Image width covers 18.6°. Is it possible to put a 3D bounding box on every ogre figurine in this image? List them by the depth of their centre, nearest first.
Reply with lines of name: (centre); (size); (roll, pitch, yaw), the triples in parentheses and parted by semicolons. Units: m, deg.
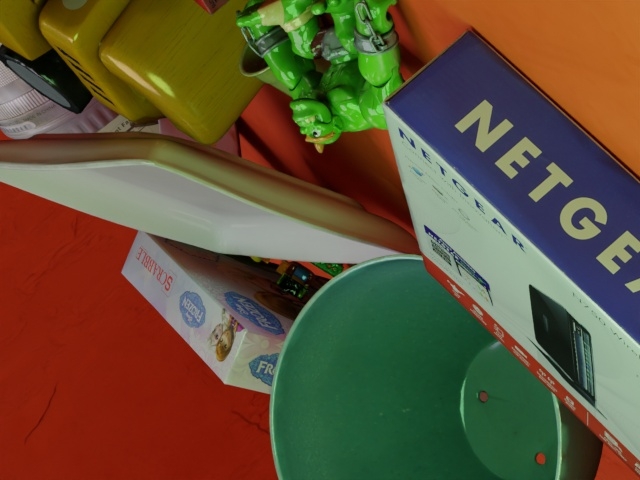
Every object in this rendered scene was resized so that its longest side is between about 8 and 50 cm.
ogre figurine: (0.013, -0.135, 1.465); (0.197, 0.097, 0.118); (-10, 112, 43)

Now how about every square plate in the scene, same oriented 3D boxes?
square plate: (-0.121, -0.043, 1.868); (0.347, 0.049, 0.344); (19, 169, -38)

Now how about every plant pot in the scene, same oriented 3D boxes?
plant pot: (-0.009, -0.145, 1.599); (0.079, 0.083, 0.083); (39, 176, -26)
plant pot: (0.130, 0.154, 1.677); (0.290, 0.290, 0.195); (44, -154, 28)

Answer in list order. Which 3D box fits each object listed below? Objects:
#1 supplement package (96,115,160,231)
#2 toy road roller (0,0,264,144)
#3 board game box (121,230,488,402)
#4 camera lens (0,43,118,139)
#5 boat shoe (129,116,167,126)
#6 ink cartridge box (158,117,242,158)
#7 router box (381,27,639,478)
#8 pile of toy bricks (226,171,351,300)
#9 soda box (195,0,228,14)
supplement package: (-0.252, -0.125, 2.640); (0.244, 0.134, 0.139); (50, 171, -9)
toy road roller: (-0.163, -0.220, 1.641); (0.241, 0.202, 0.329); (31, 169, 26)
board game box: (-0.022, 0.101, 2.177); (0.318, 0.066, 0.319); (16, -168, -31)
camera lens: (-0.333, -0.260, 2.174); (0.274, 0.219, 0.219); (53, 170, -27)
boat shoe: (-0.217, -0.186, 2.486); (0.178, 0.064, 0.060); (111, 148, -79)
ink cartridge box: (-0.135, -0.083, 2.258); (0.092, 0.090, 0.143); (85, 178, -73)
router box: (0.197, 0.047, 1.359); (0.335, 0.082, 0.301); (45, 171, 23)
pile of toy bricks: (0.000, 0.000, 2.135); (0.212, 0.118, 0.105); (34, -158, -7)
soda box: (-0.123, -0.294, 1.455); (0.092, 0.083, 0.263); (42, 170, 40)
